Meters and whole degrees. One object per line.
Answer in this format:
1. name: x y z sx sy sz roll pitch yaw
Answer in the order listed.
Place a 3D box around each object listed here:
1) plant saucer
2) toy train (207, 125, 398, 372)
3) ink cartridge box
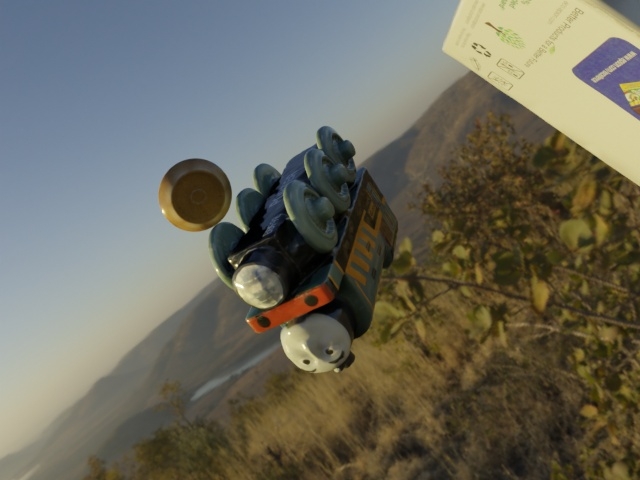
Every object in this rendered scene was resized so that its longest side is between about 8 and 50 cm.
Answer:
1. plant saucer: -0.137 -0.049 0.709 0.083 0.083 0.015 -38 24 -11
2. toy train: 0.000 0.000 0.719 0.142 0.190 0.334 -28 19 23
3. ink cartridge box: 0.223 -0.054 0.337 0.065 0.333 0.165 -53 -2 2
